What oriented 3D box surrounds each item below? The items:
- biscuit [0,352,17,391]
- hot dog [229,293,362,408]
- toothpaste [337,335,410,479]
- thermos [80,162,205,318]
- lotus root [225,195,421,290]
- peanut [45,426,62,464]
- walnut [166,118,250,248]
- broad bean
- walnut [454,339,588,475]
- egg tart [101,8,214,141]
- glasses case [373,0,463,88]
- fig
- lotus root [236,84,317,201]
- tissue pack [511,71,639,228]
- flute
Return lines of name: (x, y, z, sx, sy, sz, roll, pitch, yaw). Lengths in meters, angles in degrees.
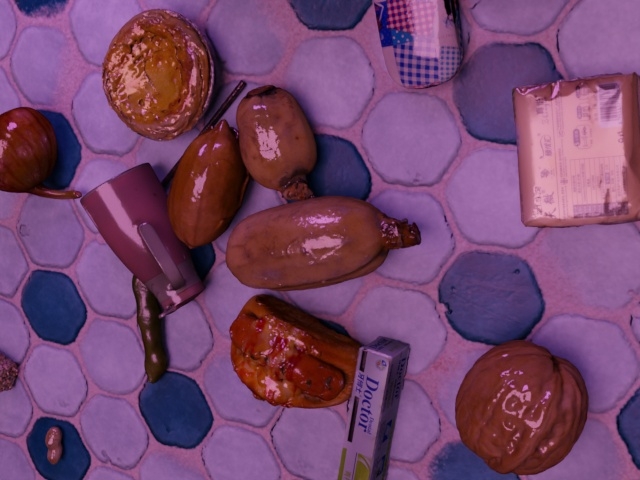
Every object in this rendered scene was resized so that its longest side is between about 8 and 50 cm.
biscuit: (-0.749, 0.273, 1.850, 0.168, 0.070, 0.082, 30, 103, 19)
hot dog: (-0.059, 0.201, 1.468, 0.256, 0.153, 0.150, 27, 110, 18)
toothpaste: (0.087, 0.339, 1.471, 0.067, 0.081, 0.337, 15, 106, 25)
thermos: (-0.313, 0.003, 1.542, 0.146, 0.176, 0.265, -31, 91, -11)
lotus root: (0.000, 0.000, 1.391, 0.342, 0.169, 0.151, -12, 80, 24)
peanut: (-0.579, 0.447, 1.825, 0.037, 0.037, 0.083, -2, 96, 25)
walnut: (-0.196, -0.097, 1.479, 0.137, 0.137, 0.245, 30, 112, 16)
broad bean: (-0.334, 0.166, 1.649, 0.053, 0.052, 0.256, -157, 60, -63)
walnut: (0.308, 0.262, 1.298, 0.213, 0.213, 0.213, 5, 103, 24)
egg tart: (-0.282, -0.295, 1.501, 0.234, 0.094, 0.234, 5, 101, 26)
glasses case: (0.142, -0.399, 1.294, 0.125, 0.076, 0.327, -6, 98, 27)
fig: (-0.590, -0.151, 1.646, 0.175, 0.175, 0.207, -12, 115, 26)
lotus root: (-0.071, -0.157, 1.424, 0.125, 0.118, 0.221, -13, 97, 41)
tissue pack: (0.383, -0.129, 1.233, 0.186, 0.090, 0.222, -5, 100, 23)
flute: (-0.219, -0.192, 1.537, 0.014, 0.014, 0.269, 48, 115, 9)
